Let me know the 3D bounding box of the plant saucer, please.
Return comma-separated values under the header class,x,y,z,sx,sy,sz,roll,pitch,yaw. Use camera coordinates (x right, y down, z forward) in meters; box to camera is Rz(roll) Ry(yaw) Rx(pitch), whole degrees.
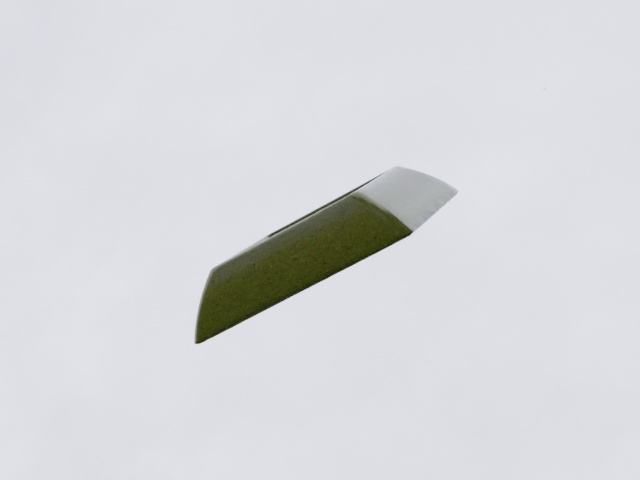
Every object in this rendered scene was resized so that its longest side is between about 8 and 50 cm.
class,x,y,z,sx,sy,sz,roll,pitch,yaw
plant saucer,0.000,0.000,0.998,0.188,0.188,0.045,-28,-88,20
